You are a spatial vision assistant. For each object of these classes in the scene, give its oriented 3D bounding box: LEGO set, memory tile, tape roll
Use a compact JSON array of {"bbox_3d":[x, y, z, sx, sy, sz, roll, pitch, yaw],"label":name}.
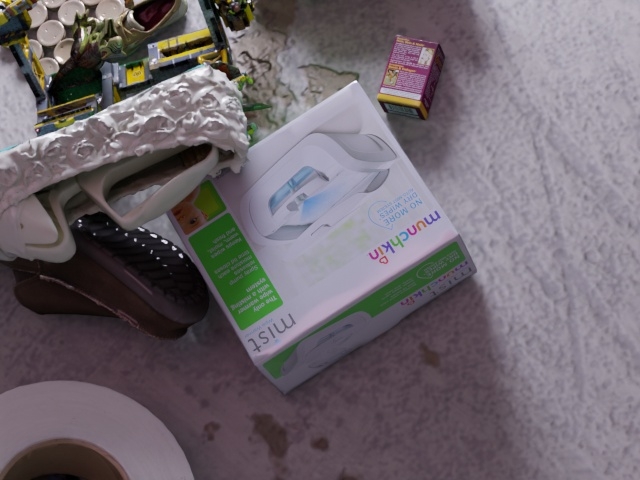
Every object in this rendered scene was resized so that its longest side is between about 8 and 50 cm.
[{"bbox_3d":[-0.233,-0.204,1.965,0.331,0.255,0.192,-10,41,0],"label":"LEGO set"},{"bbox_3d":[-0.322,-0.269,2.147,0.148,0.012,0.113,-44,66,-4],"label":"memory tile"},{"bbox_3d":[-0.276,0.296,1.822,0.286,0.100,0.286,6,61,-10],"label":"tape roll"}]

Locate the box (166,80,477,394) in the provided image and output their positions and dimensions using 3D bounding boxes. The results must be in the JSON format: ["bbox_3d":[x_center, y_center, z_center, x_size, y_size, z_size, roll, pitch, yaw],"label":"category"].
[{"bbox_3d":[0.000,0.000,1.903,0.262,0.127,0.231,-32,64,2],"label":"box"}]

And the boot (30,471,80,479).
[{"bbox_3d":[-0.303,0.293,1.902,0.106,0.082,0.219,-46,64,-1],"label":"boot"}]

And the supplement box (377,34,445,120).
[{"bbox_3d":[0.105,-0.188,1.985,0.055,0.043,0.083,13,76,19],"label":"supplement box"}]

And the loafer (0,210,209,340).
[{"bbox_3d":[-0.279,0.032,1.982,0.366,0.133,0.130,30,107,32],"label":"loafer"}]

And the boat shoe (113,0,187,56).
[{"bbox_3d":[-0.226,-0.265,2.096,0.135,0.045,0.050,-36,82,1],"label":"boat shoe"}]

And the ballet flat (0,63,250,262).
[{"bbox_3d":[-0.258,-0.058,1.846,0.408,0.147,0.147,-26,66,-5],"label":"ballet flat"}]
